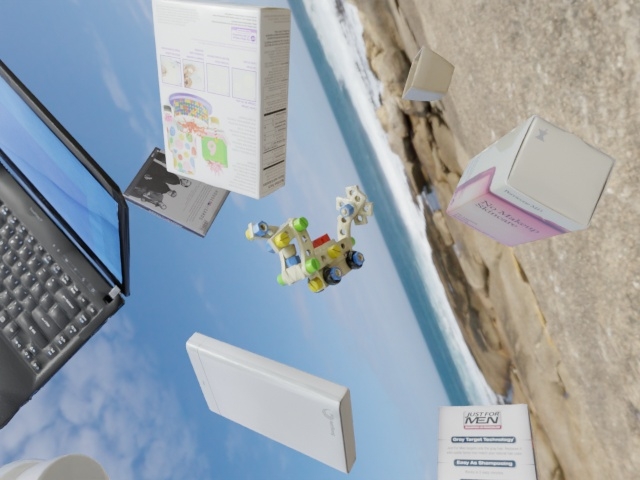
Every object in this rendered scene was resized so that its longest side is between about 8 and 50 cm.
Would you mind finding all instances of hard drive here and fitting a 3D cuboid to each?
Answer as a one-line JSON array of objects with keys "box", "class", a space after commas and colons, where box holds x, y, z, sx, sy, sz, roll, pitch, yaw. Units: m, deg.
[{"box": [-0.101, 0.328, 0.975, 0.047, 0.353, 0.232, -49, -37, -44], "class": "hard drive"}]

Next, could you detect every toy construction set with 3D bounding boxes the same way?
[{"box": [0.000, 0.000, 1.139, 0.151, 0.328, 0.215, -29, 90, 55], "class": "toy construction set"}]

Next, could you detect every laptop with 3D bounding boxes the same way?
[{"box": [-0.281, -0.009, 0.374, 0.234, 0.264, 0.136, 45, -178, 9], "class": "laptop"}]

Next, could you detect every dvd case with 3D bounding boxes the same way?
[{"box": [-0.389, -0.133, 1.319, 0.029, 0.239, 0.179, -46, 19, 60], "class": "dvd case"}]

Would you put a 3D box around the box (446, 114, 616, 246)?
[{"box": [0.342, -0.087, 0.818, 0.149, 0.126, 0.232, 28, 170, -2], "class": "box"}]

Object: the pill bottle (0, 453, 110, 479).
[{"box": [-0.591, 0.532, 0.862, 0.224, 0.392, 0.224, 59, -163, -30], "class": "pill bottle"}]

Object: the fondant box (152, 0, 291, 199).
[{"box": [-0.184, -0.268, 0.904, 0.096, 0.238, 0.330, -37, -41, -52], "class": "fondant box"}]

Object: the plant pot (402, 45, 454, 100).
[{"box": [0.280, -0.416, 1.230, 0.109, 0.096, 0.108, -134, 60, -87], "class": "plant pot"}]

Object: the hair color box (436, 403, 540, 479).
[{"box": [0.299, 0.471, 0.838, 0.347, 0.174, 0.105, -74, -35, -45], "class": "hair color box"}]
